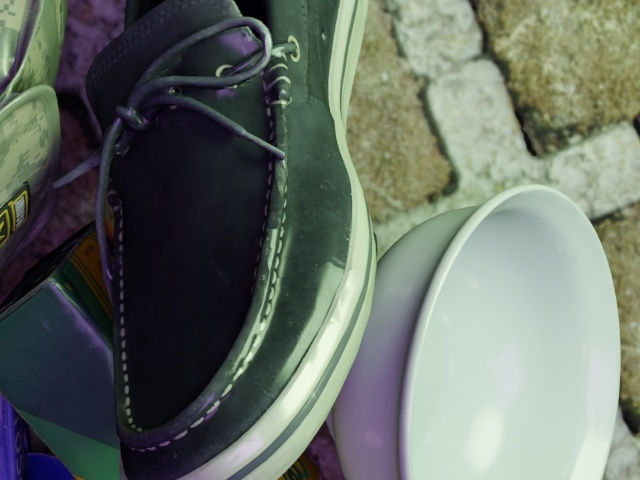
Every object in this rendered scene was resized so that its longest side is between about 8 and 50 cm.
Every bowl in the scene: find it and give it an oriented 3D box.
[{"bbox_3d":[0.096,0.105,0.956,0.298,0.134,0.297,-6,97,-51],"label":"bowl"}]

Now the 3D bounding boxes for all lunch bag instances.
[{"bbox_3d":[-0.244,-0.084,0.813,0.169,0.235,0.286,6,67,-9],"label":"lunch bag"}]

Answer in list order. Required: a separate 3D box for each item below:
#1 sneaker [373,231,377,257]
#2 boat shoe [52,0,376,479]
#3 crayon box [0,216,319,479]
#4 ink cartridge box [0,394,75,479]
[{"bbox_3d":[0.000,0.000,0.901,0.107,0.124,0.283,36,44,-25],"label":"sneaker"},{"bbox_3d":[-0.069,-0.063,0.802,0.187,0.500,0.156,-27,132,33],"label":"boat shoe"},{"bbox_3d":[-0.095,0.143,0.919,0.081,0.202,0.318,-37,101,7],"label":"crayon box"},{"bbox_3d":[-0.341,0.210,0.916,0.396,0.151,0.269,-4,95,-11],"label":"ink cartridge box"}]
